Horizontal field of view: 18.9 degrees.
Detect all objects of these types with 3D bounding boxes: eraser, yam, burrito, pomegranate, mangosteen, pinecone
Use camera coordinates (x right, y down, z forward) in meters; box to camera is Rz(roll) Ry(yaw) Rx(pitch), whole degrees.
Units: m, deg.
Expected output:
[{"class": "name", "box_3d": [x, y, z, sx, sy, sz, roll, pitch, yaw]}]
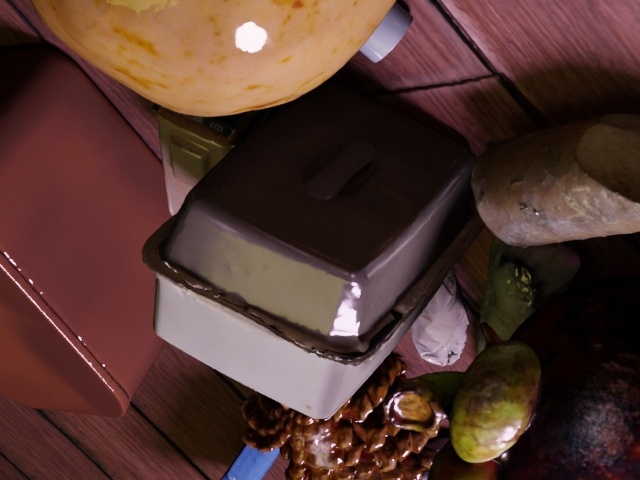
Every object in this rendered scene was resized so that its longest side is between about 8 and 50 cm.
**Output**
[{"class": "eraser", "box_3d": [-0.092, 0.288, 2.380, 0.043, 0.144, 0.312, 35, 153, 2]}, {"class": "yam", "box_3d": [0.231, -0.050, 1.527, 0.106, 0.106, 0.259, 46, 151, -22]}, {"class": "burrito", "box_3d": [0.193, 0.089, 1.832, 0.096, 0.066, 0.309, 30, 153, 19]}, {"class": "burrito", "box_3d": [0.107, 0.050, 1.874, 0.064, 0.064, 0.203, 18, 147, 27]}, {"class": "pomegranate", "box_3d": [-0.084, -0.257, 1.325, 0.342, 0.342, 0.342, 26, 152, 15]}, {"class": "mangosteen", "box_3d": [0.229, 0.172, 1.649, 0.359, 0.306, 0.306, 13, 151, 2]}, {"class": "pinecone", "box_3d": [0.034, 0.200, 2.072, 0.186, 0.168, 0.212, -9, 129, 46]}]

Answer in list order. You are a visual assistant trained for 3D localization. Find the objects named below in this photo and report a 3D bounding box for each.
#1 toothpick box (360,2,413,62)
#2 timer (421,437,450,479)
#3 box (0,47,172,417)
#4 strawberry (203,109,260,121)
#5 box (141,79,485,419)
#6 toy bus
[{"class": "toothpick box", "box_3d": [0.028, -0.190, 1.572, 0.083, 0.052, 0.052, 39, 152, -12]}, {"class": "timer", "box_3d": [0.176, 0.306, 2.202, 0.191, 0.069, 0.208, 35, 152, -9]}, {"class": "box", "box_3d": [-0.300, -0.012, 2.026, 0.239, 0.229, 0.339, 1, 139, 48]}, {"class": "strawberry", "box_3d": [-0.083, -0.179, 1.648, 0.131, 0.131, 0.148, -4, 110, 50]}, {"class": "box", "box_3d": [0.000, 0.000, 1.664, 0.220, 0.290, 0.166, 27, 130, 14]}, {"class": "toy bus", "box_3d": [-0.099, -0.088, 1.820, 0.091, 0.103, 0.182, 25, 151, 15]}]
